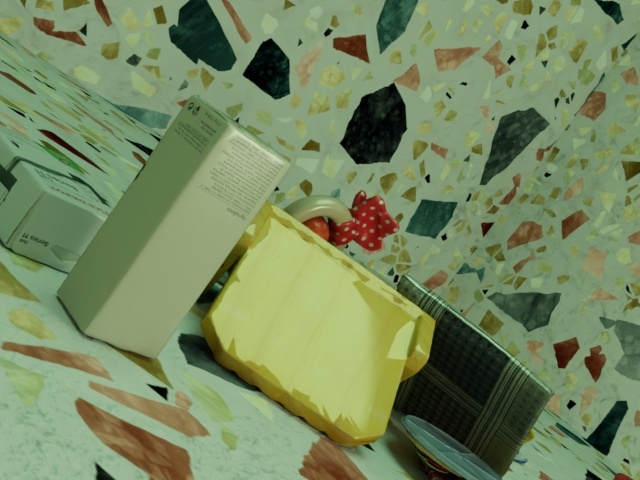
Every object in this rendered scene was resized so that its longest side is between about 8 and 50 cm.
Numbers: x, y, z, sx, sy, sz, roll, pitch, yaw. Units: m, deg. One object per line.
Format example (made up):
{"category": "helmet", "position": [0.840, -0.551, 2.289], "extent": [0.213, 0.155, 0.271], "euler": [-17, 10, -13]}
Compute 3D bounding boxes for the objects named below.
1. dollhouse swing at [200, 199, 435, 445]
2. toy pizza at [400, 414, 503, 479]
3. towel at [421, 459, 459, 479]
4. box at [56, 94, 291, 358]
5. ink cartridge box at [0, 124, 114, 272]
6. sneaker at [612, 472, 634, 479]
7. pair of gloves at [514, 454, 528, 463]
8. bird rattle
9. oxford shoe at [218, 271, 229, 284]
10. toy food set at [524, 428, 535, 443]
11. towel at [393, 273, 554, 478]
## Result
{"category": "dollhouse swing", "position": [-0.050, 0.166, 1.386], "extent": [0.347, 0.305, 0.315], "euler": [35, -36, -9]}
{"category": "toy pizza", "position": [0.201, 0.338, 1.380], "extent": [0.201, 0.032, 0.201], "euler": [35, 3, -2]}
{"category": "towel", "position": [0.241, 0.405, 1.319], "extent": [0.199, 0.031, 0.275], "euler": [34, 3, -3]}
{"category": "box", "position": [-0.163, -0.013, 0.998], "extent": [0.113, 0.275, 0.094], "euler": [33, 6, -46]}
{"category": "ink cartridge box", "position": [-0.353, -0.051, 1.145], "extent": [0.208, 0.087, 0.153], "euler": [42, 8, 40]}
{"category": "sneaker", "position": [0.449, 0.474, 1.402], "extent": [0.087, 0.128, 0.221], "euler": [34, 35, -7]}
{"category": "pair of gloves", "position": [0.386, 0.441, 2.041], "extent": [0.198, 0.023, 0.159], "euler": [37, 5, 16]}
{"category": "bird rattle", "position": [0.000, 0.000, 1.561], "extent": [0.207, 0.253, 0.143], "euler": [34, 26, -51]}
{"category": "oxford shoe", "position": [-0.155, 0.008, 1.684], "extent": [0.449, 0.130, 0.169], "euler": [32, 10, -38]}
{"category": "toy food set", "position": [0.409, 0.424, 2.168], "extent": [0.218, 0.071, 0.128], "euler": [40, -18, 18]}
{"category": "towel", "position": [0.226, 0.242, 1.534], "extent": [0.312, 0.056, 0.324], "euler": [38, -37, 20]}
